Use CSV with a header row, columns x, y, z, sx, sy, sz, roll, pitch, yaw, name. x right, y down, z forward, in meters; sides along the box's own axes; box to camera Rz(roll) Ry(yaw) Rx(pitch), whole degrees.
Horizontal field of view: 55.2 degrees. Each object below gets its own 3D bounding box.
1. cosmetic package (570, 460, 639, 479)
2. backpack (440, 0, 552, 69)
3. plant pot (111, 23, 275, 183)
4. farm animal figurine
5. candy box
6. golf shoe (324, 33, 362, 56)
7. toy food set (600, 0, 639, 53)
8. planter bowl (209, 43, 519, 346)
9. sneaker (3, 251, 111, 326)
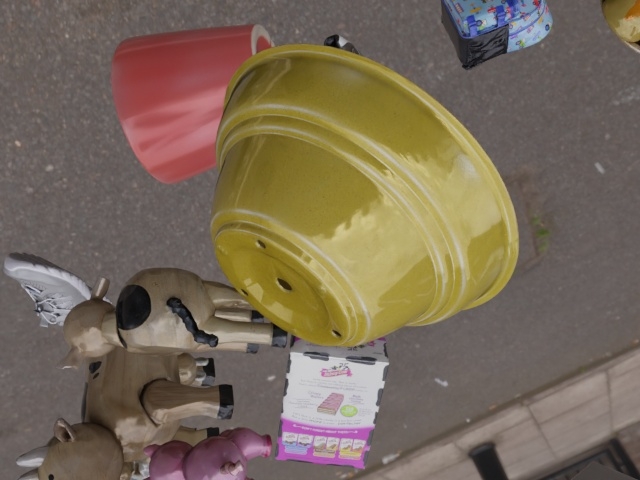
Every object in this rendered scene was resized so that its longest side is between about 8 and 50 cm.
x,y,z,sx,sy,sz,roll,pitch,yaw,name
0.333,0.372,0.748,0.238,0.107,0.127,2,100,-48,cosmetic package
0.304,-0.396,1.047,0.173,0.158,0.117,-17,149,6,backpack
-0.194,-0.258,1.100,0.243,0.275,0.275,-11,148,13,plant pot
-0.161,0.144,0.533,0.172,0.327,0.331,8,106,-18,farm animal figurine
0.015,0.265,1.020,0.159,0.071,0.234,7,118,-3,candy box
-0.008,-0.153,0.735,0.094,0.077,0.198,42,67,-58,golf shoe
0.347,-0.244,0.633,0.132,0.192,0.038,-43,179,-19,toy food set
0.000,0.000,0.375,0.090,0.217,0.217,-51,158,-30,planter bowl
-0.523,0.118,1.212,0.115,0.105,0.281,-61,152,-17,sneaker
